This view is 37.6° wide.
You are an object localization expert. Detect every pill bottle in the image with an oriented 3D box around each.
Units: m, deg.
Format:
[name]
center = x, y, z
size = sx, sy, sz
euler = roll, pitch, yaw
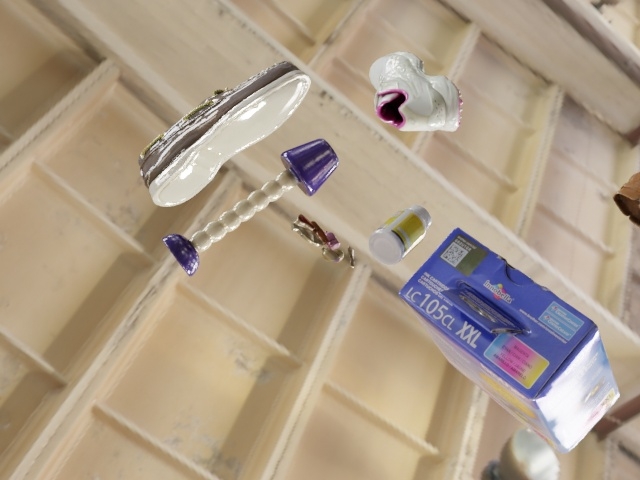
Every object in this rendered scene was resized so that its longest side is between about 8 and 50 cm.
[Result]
[pill bottle]
center = 0.134, -0.012, 1.541
size = 0.065, 0.065, 0.116
euler = 48, -133, 3

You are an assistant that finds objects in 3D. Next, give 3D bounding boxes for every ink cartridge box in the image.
[ink cartridge box]
center = 0.290, 0.150, 1.442
size = 0.270, 0.151, 0.395
euler = 38, 172, 33

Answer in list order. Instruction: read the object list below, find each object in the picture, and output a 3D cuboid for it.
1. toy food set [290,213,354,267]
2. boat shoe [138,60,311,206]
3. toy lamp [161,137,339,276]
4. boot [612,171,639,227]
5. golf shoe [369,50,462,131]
[toy food set]
center = 0.000, 0.000, 1.467
size = 0.122, 0.019, 0.078
euler = 35, -154, -19
[boat shoe]
center = -0.162, -0.188, 1.516
size = 0.097, 0.324, 0.116
euler = 59, -164, 25
[toy lamp]
center = -0.095, -0.052, 1.358
size = 0.080, 0.274, 0.080
euler = 54, 175, 7
[boot]
center = 0.643, -0.052, 1.720
size = 0.152, 0.073, 0.197
euler = -27, -126, -35
[golf shoe]
center = 0.152, -0.292, 1.839
size = 0.140, 0.115, 0.306
euler = -15, -151, -19
